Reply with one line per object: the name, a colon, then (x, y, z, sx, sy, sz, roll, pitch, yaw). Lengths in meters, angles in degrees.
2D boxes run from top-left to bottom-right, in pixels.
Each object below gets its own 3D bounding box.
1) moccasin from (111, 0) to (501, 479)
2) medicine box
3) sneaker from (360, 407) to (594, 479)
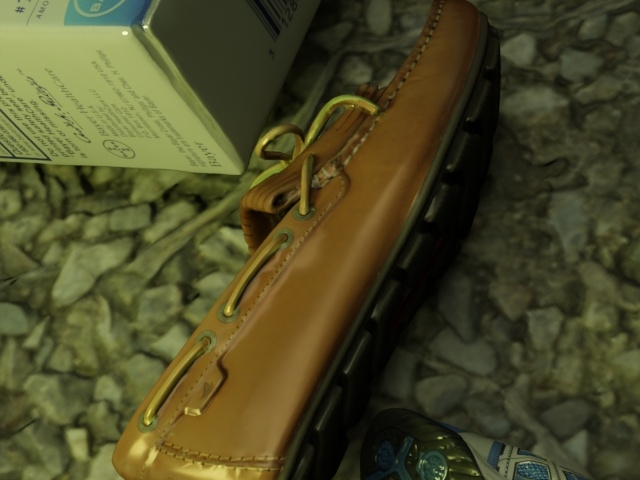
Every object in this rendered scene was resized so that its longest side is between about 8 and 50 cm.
moccasin: (0.000, 0.001, 1.202, 0.147, 0.139, 0.380, 22, 69, 17)
medicine box: (-0.146, -0.195, 1.294, 0.289, 0.149, 0.264, 5, 60, 33)
sneaker: (0.107, 0.159, 1.130, 0.211, 0.081, 0.080, 29, 107, 39)
